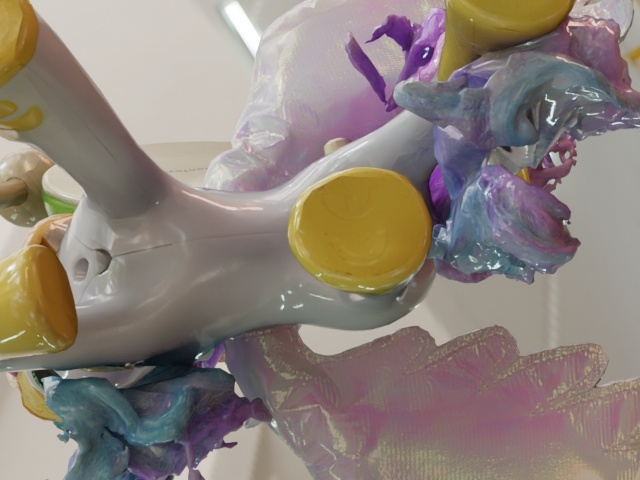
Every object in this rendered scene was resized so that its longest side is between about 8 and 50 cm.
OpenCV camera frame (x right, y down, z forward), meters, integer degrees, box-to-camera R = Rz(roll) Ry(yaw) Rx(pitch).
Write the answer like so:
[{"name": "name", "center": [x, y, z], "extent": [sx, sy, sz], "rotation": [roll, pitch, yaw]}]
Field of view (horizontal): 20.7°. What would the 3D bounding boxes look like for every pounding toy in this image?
[{"name": "pounding toy", "center": [-0.104, 0.009, 1.083], "extent": [0.183, 0.236, 0.110], "rotation": [-65, -25, -74]}]

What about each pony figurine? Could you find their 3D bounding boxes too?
[{"name": "pony figurine", "center": [0.000, 0.000, 0.713], "extent": [0.363, 0.351, 0.303], "rotation": [111, 151, -73]}]

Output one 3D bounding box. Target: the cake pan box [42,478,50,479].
[{"name": "cake pan box", "center": [-0.192, 0.127, 0.324], "extent": [0.267, 0.245, 0.070], "rotation": [-40, -62, -77]}]
